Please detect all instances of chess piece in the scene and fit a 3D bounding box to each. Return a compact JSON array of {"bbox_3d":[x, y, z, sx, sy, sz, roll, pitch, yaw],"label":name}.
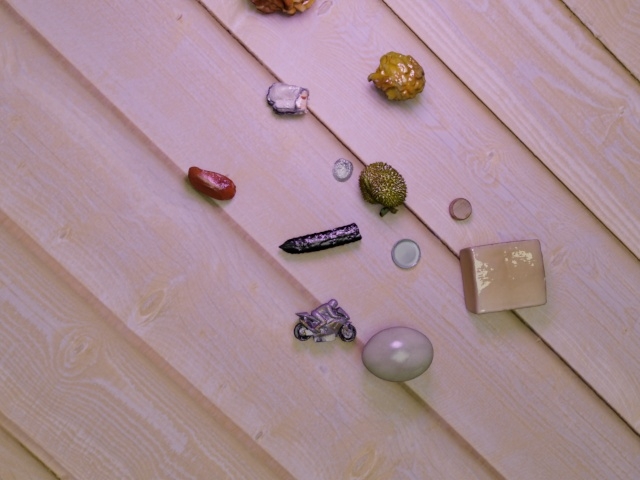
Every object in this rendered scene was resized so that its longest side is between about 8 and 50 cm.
[{"bbox_3d":[0.513,-0.115,1.768,0.083,0.038,0.084,0,88,-8],"label":"chess piece"}]

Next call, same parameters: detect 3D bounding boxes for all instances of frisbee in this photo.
[{"bbox_3d":[0.312,0.047,1.758,0.110,0.014,0.110,0,90,-6],"label":"frisbee"}]

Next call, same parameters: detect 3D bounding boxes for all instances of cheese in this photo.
[{"bbox_3d":[0.657,0.129,1.738,0.265,0.124,0.243,-7,87,-6],"label":"cheese"}]

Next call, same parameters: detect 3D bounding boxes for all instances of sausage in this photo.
[{"bbox_3d":[-0.378,-0.197,1.661,0.179,0.089,0.089,23,87,-7],"label":"sausage"}]

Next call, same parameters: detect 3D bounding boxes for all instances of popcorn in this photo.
[{"bbox_3d":[0.272,-0.564,1.684,0.197,0.197,0.156,30,102,-4],"label":"popcorn"},{"bbox_3d":[-0.113,-0.915,1.634,0.265,0.225,0.332,34,75,1],"label":"popcorn"}]

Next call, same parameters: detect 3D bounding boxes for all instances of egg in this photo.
[{"bbox_3d":[0.267,0.392,1.663,0.253,0.186,0.187,-7,90,-8],"label":"egg"}]

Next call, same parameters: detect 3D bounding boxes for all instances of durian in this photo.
[{"bbox_3d":[0.226,-0.191,1.682,0.198,0.159,0.146,40,74,-8],"label":"durian"}]

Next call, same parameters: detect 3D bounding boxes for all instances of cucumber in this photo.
[{"bbox_3d":[0.000,0.002,1.704,0.300,0.072,0.072,-14,91,-4],"label":"cucumber"}]

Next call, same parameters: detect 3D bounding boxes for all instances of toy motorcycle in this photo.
[{"bbox_3d":[0.019,0.282,1.700,0.225,0.073,0.152,3,88,-7],"label":"toy motorcycle"}]

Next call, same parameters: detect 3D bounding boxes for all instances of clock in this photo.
[{"bbox_3d":[0.080,-0.254,1.742,0.074,0.010,0.083,18,88,-5],"label":"clock"}]

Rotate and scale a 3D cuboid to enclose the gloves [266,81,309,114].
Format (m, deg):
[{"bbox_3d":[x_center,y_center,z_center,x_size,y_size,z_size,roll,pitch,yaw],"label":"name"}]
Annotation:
[{"bbox_3d":[-0.116,-0.494,1.697,0.153,0.070,0.114,9,97,1],"label":"gloves"}]
